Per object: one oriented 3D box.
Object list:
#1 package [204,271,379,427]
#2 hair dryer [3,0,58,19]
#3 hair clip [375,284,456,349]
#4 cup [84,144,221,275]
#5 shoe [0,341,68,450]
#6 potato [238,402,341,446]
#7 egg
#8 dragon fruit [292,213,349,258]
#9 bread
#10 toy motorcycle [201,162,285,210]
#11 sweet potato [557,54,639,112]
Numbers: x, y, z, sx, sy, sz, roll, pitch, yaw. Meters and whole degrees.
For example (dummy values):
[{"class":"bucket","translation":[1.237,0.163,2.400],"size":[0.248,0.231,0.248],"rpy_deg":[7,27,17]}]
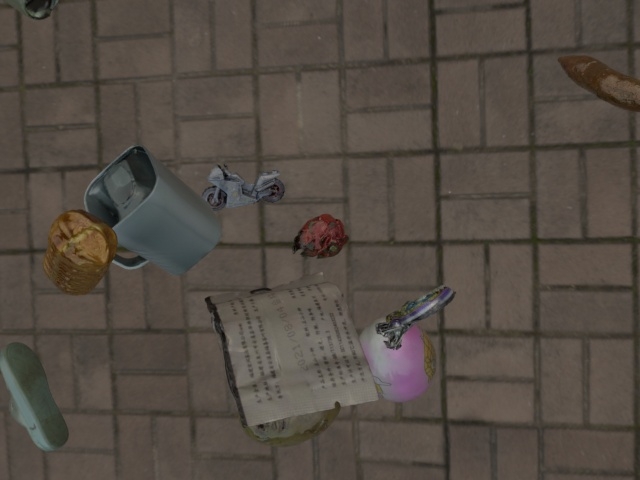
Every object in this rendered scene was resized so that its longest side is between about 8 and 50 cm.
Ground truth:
[{"class":"package","translation":[-0.048,0.142,1.004],"size":[0.203,0.251,0.062],"rpy_deg":[-10,133,-17]},{"class":"hair dryer","translation":[-0.343,-0.294,0.641],"size":[0.219,0.225,0.088],"rpy_deg":[38,85,1]},{"class":"hair clip","translation":[0.174,0.125,1.197],"size":[0.172,0.116,0.049],"rpy_deg":[-32,97,-17]},{"class":"cup","translation":[-0.201,-0.021,0.786],"size":[0.128,0.129,0.095],"rpy_deg":[-41,48,7]},{"class":"shoe","translation":[-0.498,0.272,1.163],"size":[0.078,0.079,0.195],"rpy_deg":[-32,86,15]},{"class":"potato","translation":[-0.072,0.420,1.696],"size":[0.262,0.165,0.165],"rpy_deg":[-3,94,-17]},{"class":"egg","translation":[0.175,0.279,1.633],"size":[0.196,0.271,0.196],"rpy_deg":[-7,72,22]},{"class":"dragon fruit","translation":[0.003,-0.004,1.805],"size":[0.142,0.121,0.130],"rpy_deg":[-7,120,18]},{"class":"bread","translation":[-0.196,0.013,0.558],"size":[0.052,0.157,0.044],"rpy_deg":[39,66,-11]},{"class":"toy motorcycle","translation":[-0.202,-0.145,1.777],"size":[0.215,0.080,0.123],"rpy_deg":[-9,116,-10]},{"class":"sweet potato","translation":[0.451,-0.256,1.106],"size":[0.218,0.065,0.051],"rpy_deg":[49,125,45]}]
